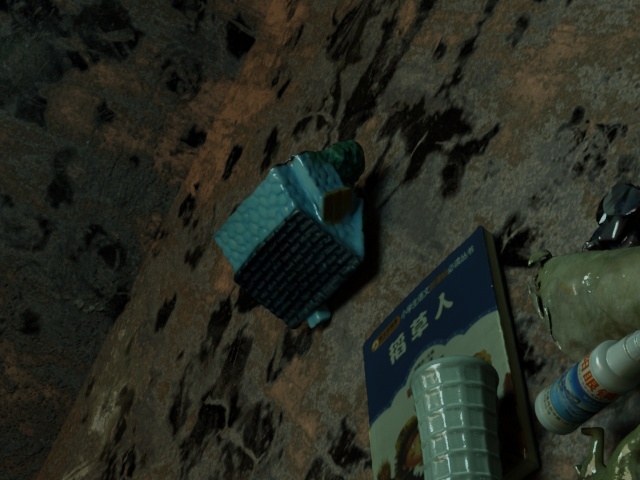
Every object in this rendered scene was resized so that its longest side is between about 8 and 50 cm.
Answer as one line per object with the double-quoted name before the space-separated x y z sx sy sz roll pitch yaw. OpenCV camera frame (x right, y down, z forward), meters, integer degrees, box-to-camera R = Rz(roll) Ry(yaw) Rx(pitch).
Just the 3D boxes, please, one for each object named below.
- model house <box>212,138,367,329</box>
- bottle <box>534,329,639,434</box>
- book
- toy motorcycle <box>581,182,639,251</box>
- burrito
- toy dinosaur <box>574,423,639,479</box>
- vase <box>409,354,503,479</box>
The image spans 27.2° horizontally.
"model house" 0.000 0.000 2.266 0.261 0.226 0.241 -46 66 44
"bottle" 0.304 0.142 1.404 0.217 0.060 0.060 127 157 -52
"book" 0.166 0.215 1.820 0.300 0.039 0.428 -49 28 32
"toy motorcycle" 0.374 -0.004 1.543 0.122 0.082 0.213 -63 22 0
"burrito" 0.357 0.079 1.432 0.348 0.107 0.175 -12 82 58
"toy dinosaur" 0.321 0.264 1.402 0.294 0.077 0.162 124 156 -56
"vase" 0.172 0.289 1.556 0.143 0.143 0.298 -42 39 43
